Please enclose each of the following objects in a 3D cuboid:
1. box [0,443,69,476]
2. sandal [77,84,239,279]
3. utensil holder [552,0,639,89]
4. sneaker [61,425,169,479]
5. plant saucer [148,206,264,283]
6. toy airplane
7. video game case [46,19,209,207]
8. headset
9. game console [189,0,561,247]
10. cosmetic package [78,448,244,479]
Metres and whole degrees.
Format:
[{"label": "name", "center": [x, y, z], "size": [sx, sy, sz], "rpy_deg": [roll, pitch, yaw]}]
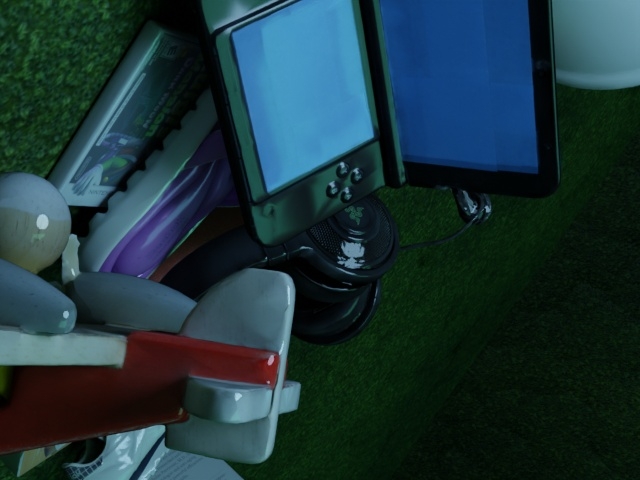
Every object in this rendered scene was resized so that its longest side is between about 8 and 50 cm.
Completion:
[{"label": "box", "center": [-0.268, 0.139, 1.268], "size": [0.170, 0.091, 0.130], "rpy_deg": [-32, 154, -42]}, {"label": "sandal", "center": [-0.070, -0.082, 1.187], "size": [0.416, 0.102, 0.169], "rpy_deg": [-47, 162, 10]}, {"label": "utensil holder", "center": [0.273, -0.356, 1.208], "size": [0.328, 0.327, 0.385], "rpy_deg": [-52, 160, 4]}, {"label": "sneaker", "center": [-0.226, 0.218, 1.525], "size": [0.090, 0.095, 0.235], "rpy_deg": [-23, -148, 54]}, {"label": "plant saucer", "center": [-0.109, 0.044, 1.436], "size": [0.259, 0.048, 0.258], "rpy_deg": [-32, 156, -17]}, {"label": "toy airplane", "center": [-0.203, 0.070, 0.968], "size": [0.384, 0.272, 0.386], "rpy_deg": [-7, 170, -33]}, {"label": "video game case", "center": [-0.160, -0.110, 1.149], "size": [0.190, 0.022, 0.173], "rpy_deg": [-55, 161, 13]}, {"label": "headset", "center": [0.000, 0.000, 1.339], "size": [0.394, 0.185, 0.243], "rpy_deg": [-18, 158, -14]}, {"label": "game console", "center": [0.055, -0.131, 1.058], "size": [0.250, 0.173, 0.293], "rpy_deg": [-30, 129, -23]}, {"label": "cosmetic package", "center": [-0.219, 0.348, 1.629], "size": [0.151, 0.183, 0.151], "rpy_deg": [-33, 155, -43]}]
